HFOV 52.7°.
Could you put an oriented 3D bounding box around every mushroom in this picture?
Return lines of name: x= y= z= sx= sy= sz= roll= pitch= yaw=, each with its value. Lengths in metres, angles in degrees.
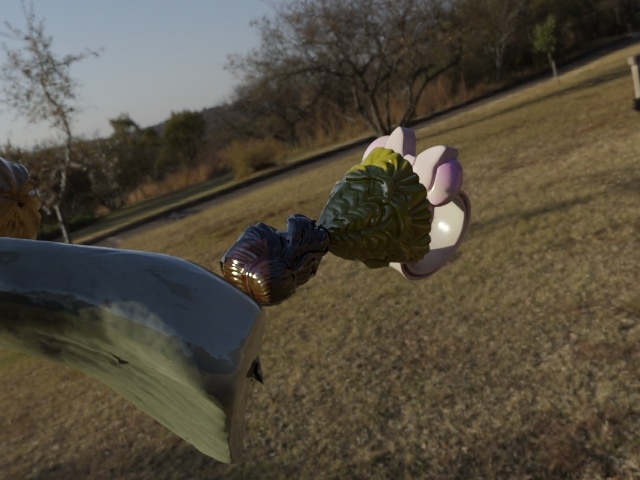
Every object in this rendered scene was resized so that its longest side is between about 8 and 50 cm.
mushroom: x=-0.194 y=0.064 z=0.512 sx=0.329 sy=0.159 sz=0.122 roll=22 pitch=11 yaw=-2

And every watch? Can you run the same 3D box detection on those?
watch: x=0.177 y=-0.060 z=1.210 sx=0.211 sy=0.248 sz=0.217 roll=34 pitch=9 yaw=39

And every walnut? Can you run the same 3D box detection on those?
walnut: x=-0.522 y=-0.026 z=0.931 sx=0.245 sy=0.198 sz=0.198 roll=-14 pitch=9 yaw=15

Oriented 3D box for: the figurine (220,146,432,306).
figurine: x=-0.003 y=-0.001 z=0.938 sx=0.315 sy=0.187 sz=0.168 roll=-24 pitch=44 yaw=-32
